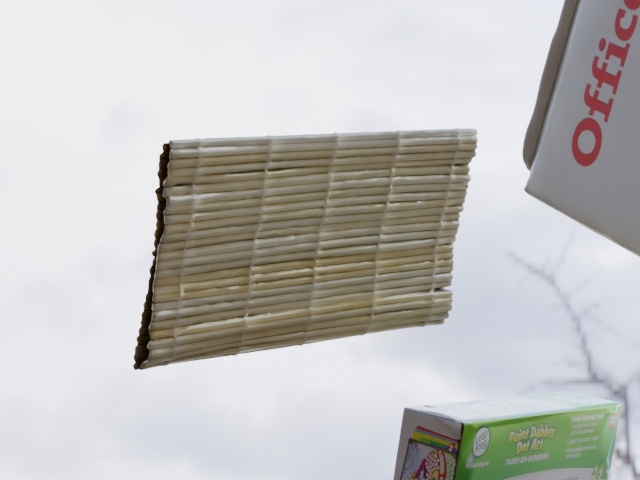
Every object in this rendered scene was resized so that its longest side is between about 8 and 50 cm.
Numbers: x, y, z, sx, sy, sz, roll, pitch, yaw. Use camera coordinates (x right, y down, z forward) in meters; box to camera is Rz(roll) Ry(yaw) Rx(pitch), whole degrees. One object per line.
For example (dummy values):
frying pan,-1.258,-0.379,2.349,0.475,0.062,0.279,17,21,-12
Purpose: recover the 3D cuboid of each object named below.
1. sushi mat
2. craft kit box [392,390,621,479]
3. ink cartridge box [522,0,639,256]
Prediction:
sushi mat,0.000,0.000,1.282,0.019,0.151,0.316,16,14,40
craft kit box,0.128,0.239,1.366,0.061,0.247,0.250,14,6,34
ink cartridge box,0.303,-0.085,0.899,0.160,0.384,0.279,3,-70,-37
